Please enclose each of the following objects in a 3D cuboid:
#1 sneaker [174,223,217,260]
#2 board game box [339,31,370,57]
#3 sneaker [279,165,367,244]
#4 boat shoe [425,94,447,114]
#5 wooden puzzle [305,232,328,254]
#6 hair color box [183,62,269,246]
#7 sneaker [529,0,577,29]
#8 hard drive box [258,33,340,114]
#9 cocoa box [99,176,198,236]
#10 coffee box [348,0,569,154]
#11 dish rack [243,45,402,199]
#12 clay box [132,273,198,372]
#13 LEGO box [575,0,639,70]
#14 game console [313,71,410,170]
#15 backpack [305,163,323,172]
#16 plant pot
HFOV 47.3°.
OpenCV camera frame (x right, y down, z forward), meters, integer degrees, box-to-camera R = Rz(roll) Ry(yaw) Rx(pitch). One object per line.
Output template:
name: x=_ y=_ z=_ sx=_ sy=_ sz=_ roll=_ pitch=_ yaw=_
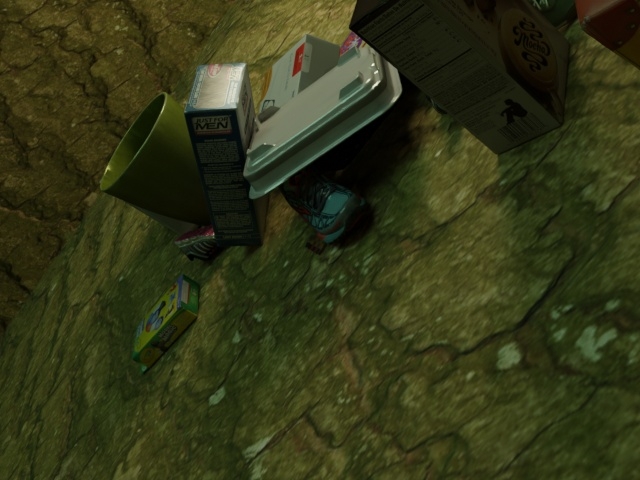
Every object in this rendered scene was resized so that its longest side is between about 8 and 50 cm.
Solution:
sneaker: x=-0.261 y=0.008 z=1.733 sx=0.170 sy=0.074 sz=0.063 roll=-13 pitch=27 yaw=26
board game box: x=0.126 y=-0.454 z=1.609 sx=0.346 sy=0.056 sz=0.208 roll=-56 pitch=22 yaw=1
sneaker: x=-0.016 y=-0.076 z=1.316 sx=0.104 sy=0.125 sz=0.262 roll=-52 pitch=25 yaw=-5
boat shoe: x=0.204 y=-0.250 z=1.236 sx=0.049 sy=0.056 sz=0.152 roll=-45 pitch=17 yaw=35
wooden puzzle: x=0.000 y=0.000 z=1.346 sx=0.049 sy=0.006 sz=0.083 roll=-58 pitch=26 yaw=-2
hair color box: x=-0.184 y=-0.169 z=1.503 sx=0.105 sy=0.347 sz=0.174 roll=-2 pitch=43 yaw=4
sneaker: x=0.292 y=-0.338 z=1.089 sx=0.192 sy=0.086 sz=0.064 roll=-20 pitch=67 yaw=26
hard drive box: x=-0.055 y=-0.329 z=1.648 sx=0.232 sy=0.089 sz=0.181 roll=-20 pitch=59 yaw=61
cocoa box: x=-0.439 y=-0.178 z=2.047 sx=0.228 sy=0.231 sz=0.347 roll=-58 pitch=25 yaw=-5
coffee box: x=0.197 y=-0.278 z=0.993 sx=0.119 sy=0.297 sz=0.168 roll=-25 pitch=39 yaw=47
dish rack: x=-0.012 y=-0.235 z=1.340 sx=0.333 sy=0.072 sz=0.285 roll=-32 pitch=24 yaw=18
clay box: x=-0.369 y=0.196 z=1.703 sx=0.222 sy=0.053 sz=0.127 roll=-45 pitch=27 yaw=20
LEGO box: x=0.484 y=-0.443 z=0.695 sx=0.500 sy=0.193 sz=0.372 roll=-28 pitch=57 yaw=45
game console: x=0.105 y=-0.267 z=1.370 sx=0.361 sy=0.044 sz=0.213 roll=-52 pitch=23 yaw=-17
backpack: x=-0.020 y=-0.202 z=1.509 sx=0.098 sy=0.101 sz=0.120 roll=-32 pitch=31 yaw=23
plant pot: x=-0.329 y=-0.161 z=1.768 sx=0.275 sy=0.293 sz=0.274 roll=-41 pitch=30 yaw=30
